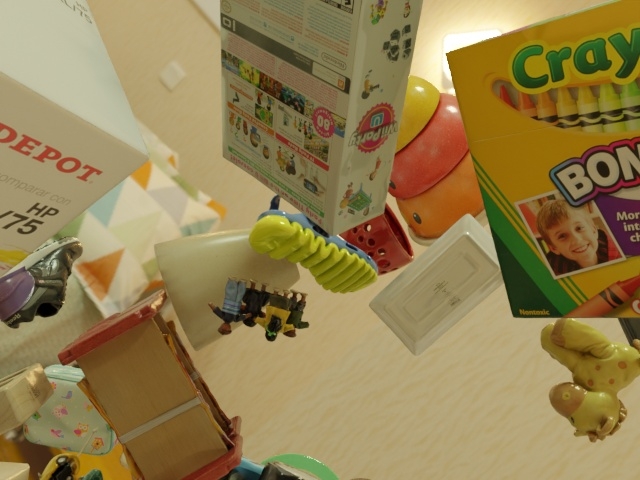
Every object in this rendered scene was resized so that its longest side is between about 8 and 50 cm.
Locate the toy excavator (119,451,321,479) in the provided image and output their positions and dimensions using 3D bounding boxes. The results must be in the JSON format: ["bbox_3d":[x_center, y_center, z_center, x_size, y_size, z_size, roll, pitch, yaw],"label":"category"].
[{"bbox_3d":[-0.185,0.420,1.098,0.433,0.222,0.445,20,-14,12],"label":"toy excavator"}]

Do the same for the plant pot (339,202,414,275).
[{"bbox_3d":[0.122,0.009,1.721,0.191,0.174,0.191,52,16,-22],"label":"plant pot"}]

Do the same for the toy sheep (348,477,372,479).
[{"bbox_3d":[0.042,0.308,0.756,0.091,0.091,0.132,48,-20,5],"label":"toy sheep"}]

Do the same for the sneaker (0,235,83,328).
[{"bbox_3d":[-0.537,0.086,1.307,0.124,0.107,0.283,57,20,-7],"label":"sneaker"}]

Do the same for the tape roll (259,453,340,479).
[{"bbox_3d":[-0.080,0.746,1.836,0.321,0.321,0.077,51,-29,23],"label":"tape roll"}]

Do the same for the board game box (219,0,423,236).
[{"bbox_3d":[-0.014,-0.190,0.784,0.098,0.303,0.224,-26,48,-35],"label":"board game box"}]

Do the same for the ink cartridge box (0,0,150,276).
[{"bbox_3d":[-0.283,-0.073,0.385,0.197,0.270,0.198,61,15,26],"label":"ink cartridge box"}]

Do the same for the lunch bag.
[{"bbox_3d":[-0.670,0.463,1.882,0.279,0.223,0.108,8,4,7],"label":"lunch bag"}]

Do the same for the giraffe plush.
[{"bbox_3d":[0.465,0.252,1.168,0.210,0.170,0.181,16,-17,36],"label":"giraffe plush"}]

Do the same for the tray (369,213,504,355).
[{"bbox_3d":[0.232,0.090,1.304,0.145,0.270,0.030,47,15,5],"label":"tray"}]

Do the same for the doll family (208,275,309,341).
[{"bbox_3d":[-0.116,0.139,1.300,0.193,0.111,0.076,15,3,4],"label":"doll family"}]

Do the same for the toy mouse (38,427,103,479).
[{"bbox_3d":[-0.341,0.350,0.901,0.031,0.161,0.143,10,-53,30],"label":"toy mouse"}]

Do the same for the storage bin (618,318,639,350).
[{"bbox_3d":[0.673,0.168,1.356,0.091,0.098,0.135,84,-1,-51],"label":"storage bin"}]

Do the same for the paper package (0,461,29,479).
[{"bbox_3d":[-0.640,0.438,0.999,0.310,0.168,0.325,4,-5,0],"label":"paper package"}]

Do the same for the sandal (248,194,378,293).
[{"bbox_3d":[0.000,0.000,1.359,0.317,0.126,0.138,35,41,-35],"label":"sandal"}]

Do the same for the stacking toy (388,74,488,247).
[{"bbox_3d":[0.192,-0.245,1.499,0.480,0.350,0.350,40,10,-19],"label":"stacking toy"}]

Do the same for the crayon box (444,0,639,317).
[{"bbox_3d":[0.335,-0.084,0.662,0.106,0.363,0.313,-33,110,-45],"label":"crayon box"}]

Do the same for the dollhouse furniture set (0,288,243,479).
[{"bbox_3d":[-0.294,0.228,0.745,0.201,0.374,0.152,63,-7,-5],"label":"dollhouse furniture set"}]

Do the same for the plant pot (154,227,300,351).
[{"bbox_3d":[-0.195,0.077,1.520,0.256,0.274,0.256,158,-90,-82],"label":"plant pot"}]
